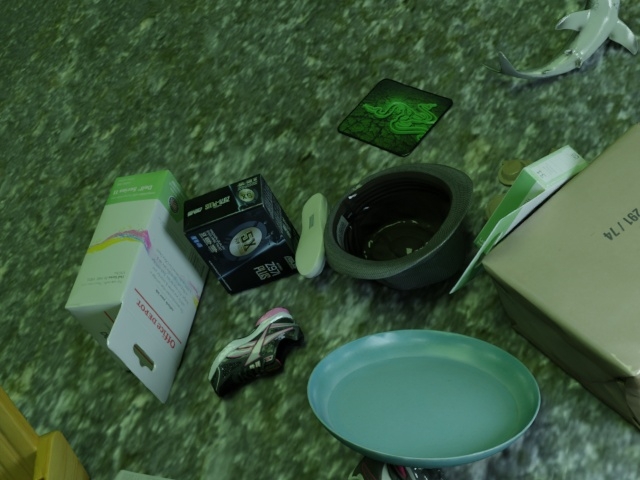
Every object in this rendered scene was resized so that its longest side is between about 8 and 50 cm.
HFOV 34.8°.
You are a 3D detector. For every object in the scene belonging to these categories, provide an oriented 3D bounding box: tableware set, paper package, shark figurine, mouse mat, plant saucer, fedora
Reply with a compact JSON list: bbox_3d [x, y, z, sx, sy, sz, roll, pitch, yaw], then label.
[{"bbox_3d":[0.346,-0.085,1.665,0.141,0.020,0.169,1,55,30],"label":"tableware set"},{"bbox_3d":[0.443,0.042,1.397,0.325,0.168,0.309,-40,45,-9],"label":"paper package"},{"bbox_3d":[0.439,-0.353,1.816,0.278,0.166,0.116,-41,16,16],"label":"shark figurine"},{"bbox_3d":[0.138,-0.234,1.918,0.189,0.007,0.153,27,68,40],"label":"mouse mat"},{"bbox_3d":[0.140,0.219,1.408,0.317,0.044,0.318,0,25,0],"label":"plant saucer"},{"bbox_3d":[0.138,-0.004,1.631,0.275,0.124,0.244,6,53,42],"label":"fedora"}]

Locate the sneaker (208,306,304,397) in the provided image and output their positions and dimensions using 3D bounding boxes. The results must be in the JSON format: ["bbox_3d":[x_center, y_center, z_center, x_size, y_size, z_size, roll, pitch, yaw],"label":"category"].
[{"bbox_3d":[-0.101,0.188,1.639,0.178,0.072,0.077,-46,56,-6],"label":"sneaker"}]

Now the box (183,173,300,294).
[{"bbox_3d":[-0.128,-0.007,1.740,0.147,0.180,0.078,-19,44,12],"label":"box"}]

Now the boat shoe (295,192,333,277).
[{"bbox_3d":[0.000,0.000,1.749,0.066,0.063,0.184,-38,32,27],"label":"boat shoe"}]

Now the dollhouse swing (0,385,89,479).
[{"bbox_3d":[-0.581,0.408,1.541,0.346,0.305,0.315,-18,46,13],"label":"dollhouse swing"}]

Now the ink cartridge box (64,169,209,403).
[{"bbox_3d":[-0.307,0.081,1.741,0.119,0.207,0.354,-5,50,23],"label":"ink cartridge box"}]

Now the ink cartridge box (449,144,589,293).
[{"bbox_3d":[0.276,-0.032,1.487,0.235,0.171,0.056,-25,64,-39],"label":"ink cartridge box"}]

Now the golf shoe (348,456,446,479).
[{"bbox_3d":[0.120,0.378,1.346,0.120,0.105,0.273,-38,36,16],"label":"golf shoe"}]

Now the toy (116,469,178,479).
[{"bbox_3d":[-0.232,0.425,1.512,0.237,0.056,0.137,1,57,35],"label":"toy"}]
